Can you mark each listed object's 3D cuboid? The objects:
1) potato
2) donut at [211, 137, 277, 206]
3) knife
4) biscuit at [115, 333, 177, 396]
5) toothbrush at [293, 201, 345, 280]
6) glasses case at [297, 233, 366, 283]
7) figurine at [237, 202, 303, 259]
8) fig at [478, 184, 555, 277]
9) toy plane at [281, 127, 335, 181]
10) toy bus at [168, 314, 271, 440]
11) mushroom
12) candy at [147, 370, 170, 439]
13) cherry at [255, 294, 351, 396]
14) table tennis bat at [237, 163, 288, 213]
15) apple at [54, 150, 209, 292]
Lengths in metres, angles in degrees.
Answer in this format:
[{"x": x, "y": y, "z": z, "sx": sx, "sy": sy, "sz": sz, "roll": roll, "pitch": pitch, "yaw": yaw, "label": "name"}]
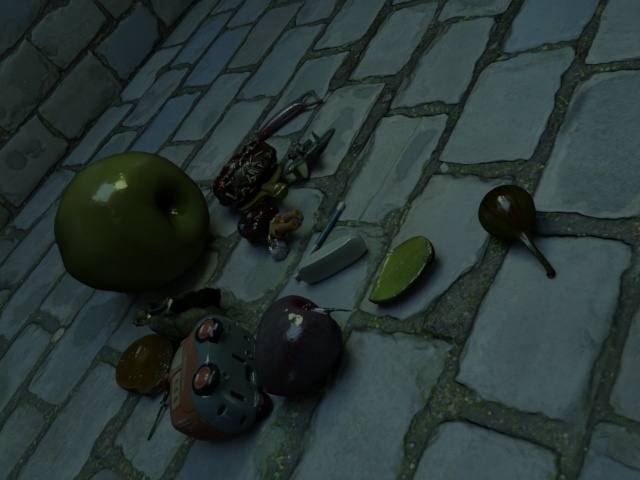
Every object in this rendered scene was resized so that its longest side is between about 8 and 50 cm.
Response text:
[{"x": 0.195, "y": 0.080, "z": 1.394, "sx": 0.119, "sy": 0.054, "sz": 0.198, "roll": 24, "pitch": 74, "yaw": 47, "label": "potato"}, {"x": -0.254, "y": -0.224, "z": 1.938, "sx": 0.269, "sy": 0.103, "sz": 0.270, "roll": -40, "pitch": 20, "yaw": 17, "label": "donut"}, {"x": -0.129, "y": -0.464, "z": 2.171, "sx": 0.278, "sy": 0.053, "sz": 0.123, "roll": -35, "pitch": 34, "yaw": 4, "label": "knife"}, {"x": -0.487, "y": 0.352, "z": 1.672, "sx": 0.208, "sy": 0.049, "sz": 0.181, "roll": -3, "pitch": 51, "yaw": 34, "label": "biscuit"}, {"x": 0.000, "y": 0.000, "z": 1.650, "sx": 0.019, "sy": 0.025, "sz": 0.276, "roll": 12, "pitch": 59, "yaw": 38, "label": "toothbrush"}, {"x": 0.029, "y": 0.048, "z": 1.536, "sx": 0.193, "sy": 0.074, "sz": 0.049, "roll": -30, "pitch": 40, "yaw": 12, "label": "glasses case"}, {"x": -0.143, "y": -0.043, "z": 1.726, "sx": 0.240, "sy": 0.116, "sz": 0.175, "roll": 1, "pitch": 54, "yaw": 39, "label": "figurine"}, {"x": 0.427, "y": -0.018, "z": 1.269, "sx": 0.124, "sy": 0.124, "sz": 0.236, "roll": -29, "pitch": 52, "yaw": 12, "label": "fig"}, {"x": -0.038, "y": -0.297, "z": 1.911, "sx": 0.262, "sy": 0.088, "sz": 0.192, "roll": -59, "pitch": 15, "yaw": -28, "label": "toy plane"}, {"x": -0.258, "y": 0.339, "z": 1.414, "sx": 0.232, "sy": 0.194, "sz": 0.288, "roll": -37, "pitch": 38, "yaw": 23, "label": "toy bus"}, {"x": -0.380, "y": 0.207, "z": 1.592, "sx": 0.247, "sy": 0.130, "sz": 0.344, "roll": -18, "pitch": 0, "yaw": -29, "label": "mushroom"}, {"x": -0.415, "y": 0.432, "z": 1.553, "sx": 0.049, "sy": 0.055, "sz": 0.185, "roll": 120, "pitch": 170, "yaw": -69, "label": "candy"}, {"x": -0.053, "y": 0.230, "z": 1.341, "sx": 0.266, "sy": 0.183, "sz": 0.213, "roll": -56, "pitch": 26, "yaw": 0, "label": "cherry"}, {"x": -0.174, "y": -0.161, "z": 1.865, "sx": 0.198, "sy": 0.050, "sz": 0.321, "roll": -52, "pitch": 22, "yaw": -9, "label": "table tennis bat"}, {"x": -0.591, "y": -0.049, "z": 1.842, "sx": 0.473, "sy": 0.474, "sz": 0.474, "roll": -21, "pitch": 42, "yaw": 21, "label": "apple"}]
